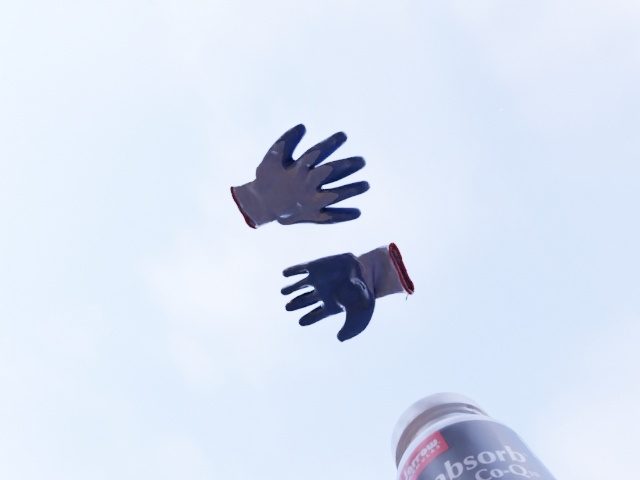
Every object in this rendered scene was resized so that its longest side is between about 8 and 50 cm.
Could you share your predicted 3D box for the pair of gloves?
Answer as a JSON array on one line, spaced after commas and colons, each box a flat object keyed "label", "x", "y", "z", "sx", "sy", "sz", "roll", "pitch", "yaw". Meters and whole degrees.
[{"label": "pair of gloves", "x": 0.000, "y": 0.000, "z": 0.512, "sx": 0.159, "sy": 0.023, "sz": 0.198, "roll": -21, "pitch": -81, "yaw": 44}]

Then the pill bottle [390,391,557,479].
[{"label": "pill bottle", "x": 0.219, "y": 0.366, "z": 0.757, "sx": 0.210, "sy": 0.363, "sz": 0.210, "roll": -2, "pitch": -77, "yaw": -8}]
